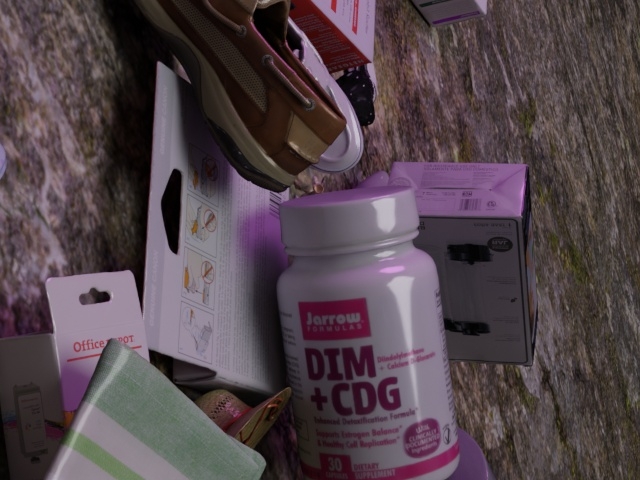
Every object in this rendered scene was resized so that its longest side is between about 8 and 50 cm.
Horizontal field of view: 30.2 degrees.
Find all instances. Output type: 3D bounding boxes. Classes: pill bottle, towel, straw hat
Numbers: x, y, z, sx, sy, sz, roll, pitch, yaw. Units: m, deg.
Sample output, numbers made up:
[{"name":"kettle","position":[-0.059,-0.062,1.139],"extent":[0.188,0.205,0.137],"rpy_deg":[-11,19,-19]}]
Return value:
[{"name":"pill bottle","position":[0.043,0.095,1.165],"extent":[0.160,0.160,0.283],"rpy_deg":[-21,104,-61]},{"name":"towel","position":[-0.155,0.272,0.889],"extent":[0.248,0.038,0.325],"rpy_deg":[53,53,-51]},{"name":"straw hat","position":[-0.096,0.174,1.102],"extent":[0.061,0.144,0.144],"rpy_deg":[39,28,12]}]

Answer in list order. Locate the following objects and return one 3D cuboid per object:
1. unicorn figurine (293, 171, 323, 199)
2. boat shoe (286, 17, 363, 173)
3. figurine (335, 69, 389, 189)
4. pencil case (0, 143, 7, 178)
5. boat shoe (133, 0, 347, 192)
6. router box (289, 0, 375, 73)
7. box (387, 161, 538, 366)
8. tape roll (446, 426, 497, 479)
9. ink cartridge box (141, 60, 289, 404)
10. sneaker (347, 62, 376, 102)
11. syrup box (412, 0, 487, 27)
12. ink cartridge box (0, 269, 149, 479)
[{"name":"unicorn figurine","position":[0.000,0.000,1.288],"extent":[0.111,0.060,0.162],"rpy_deg":[84,3,-80]},{"name":"boat shoe","position":[-0.043,-0.172,1.236],"extent":[0.258,0.095,0.084],"rpy_deg":[50,2,-13]},{"name":"figurine","position":[0.032,-0.092,1.413],"extent":[0.209,0.092,0.215],"rpy_deg":[-35,113,-64]},{"name":"pencil case","position":[-0.315,-0.125,0.753],"extent":[0.124,0.113,0.273],"rpy_deg":[-92,157,-58]},{"name":"boat shoe","position":[-0.080,-0.204,1.114],"extent":[0.324,0.120,0.122],"rpy_deg":[59,17,9]},{"name":"router box","position":[-0.036,-0.409,1.385],"extent":[0.301,0.082,0.336],"rpy_deg":[37,50,-52]},{"name":"box","position":[0.178,0.035,1.468],"extent":[0.290,0.169,0.087],"rpy_deg":[74,23,-46]},{"name":"tape roll","position":[0.082,0.290,1.230],"extent":[0.072,0.219,0.219],"rpy_deg":[61,33,-33]},{"name":"ink cartridge box","position":[-0.112,0.002,1.137],"extent":[0.239,0.060,0.275],"rpy_deg":[30,56,-54]},{"name":"sneaker","position":[0.051,-0.225,1.542],"extent":[0.044,0.040,0.109],"rpy_deg":[11,74,-77]},{"name":"syrup box","position":[0.157,-0.418,1.727],"extent":[0.237,0.096,0.093],"rpy_deg":[40,49,-51]},{"name":"ink cartridge box","position":[-0.192,0.127,0.943],"extent":[0.115,0.067,0.198],"rpy_deg":[-3,86,-62]}]
